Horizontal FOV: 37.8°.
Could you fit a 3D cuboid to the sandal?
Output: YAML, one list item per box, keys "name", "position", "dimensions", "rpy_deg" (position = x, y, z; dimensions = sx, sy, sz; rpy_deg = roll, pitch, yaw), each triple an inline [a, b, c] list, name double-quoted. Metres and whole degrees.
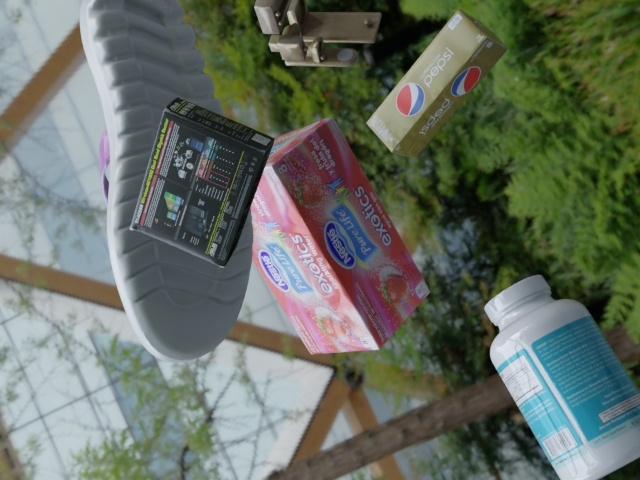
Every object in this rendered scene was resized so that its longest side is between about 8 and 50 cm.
- name: "sandal"
  position: [-0.170, -0.076, 0.984]
  dimensions: [0.169, 0.102, 0.417]
  rpy_deg: [1, -106, -41]

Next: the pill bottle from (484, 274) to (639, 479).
- name: "pill bottle"
  position: [0.322, 0.180, 1.233]
  dimensions: [0.264, 0.146, 0.146]
  rpy_deg: [62, -175, 19]

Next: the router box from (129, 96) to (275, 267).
- name: "router box"
  position: [-0.102, -0.048, 0.802]
  dimensions: [0.092, 0.123, 0.038]
  rpy_deg: [23, -152, 1]

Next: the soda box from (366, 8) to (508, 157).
- name: "soda box"
  position: [0.142, -0.189, 1.148]
  dimensions: [0.061, 0.181, 0.058]
  rpy_deg: [7, -140, -54]

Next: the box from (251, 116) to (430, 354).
- name: "box"
  position: [0.000, 0.000, 1.317]
  dimensions: [0.142, 0.154, 0.300]
  rpy_deg: [-43, -69, -38]

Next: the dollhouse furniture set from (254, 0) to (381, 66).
- name: "dollhouse furniture set"
  position: [0.002, -0.318, 1.299]
  dimensions: [0.151, 0.123, 0.144]
  rpy_deg: [70, -151, -55]
